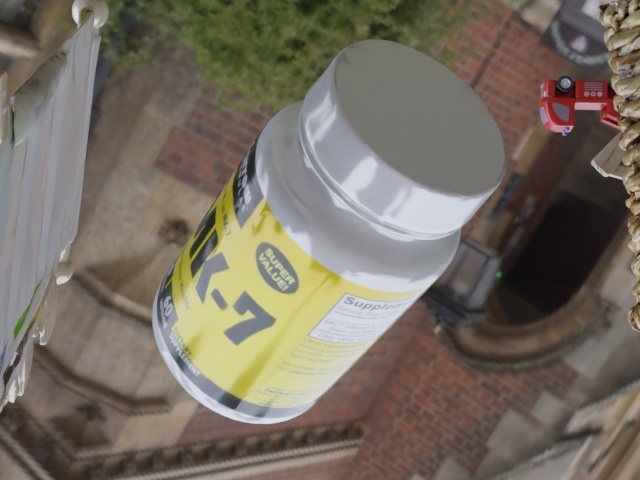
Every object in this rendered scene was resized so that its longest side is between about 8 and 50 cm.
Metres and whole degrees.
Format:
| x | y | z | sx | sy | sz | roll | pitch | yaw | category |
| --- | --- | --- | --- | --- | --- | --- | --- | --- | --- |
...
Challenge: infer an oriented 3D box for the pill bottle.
| x | y | z | sx | sy | sz | roll | pitch | yaw | category |
| --- | --- | --- | --- | --- | --- | --- | --- | --- | --- |
| 0.000 | 0.000 | 0.580 | 0.119 | 0.208 | 0.119 | 19 | -135 | -20 | pill bottle |

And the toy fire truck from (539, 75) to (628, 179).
| x | y | z | sx | sy | sz | roll | pitch | yaw | category |
| --- | --- | --- | --- | --- | --- | --- | --- | --- | --- |
| 0.359 | -0.125 | 1.302 | 0.192 | 0.135 | 0.047 | 2 | 175 | 5 | toy fire truck |

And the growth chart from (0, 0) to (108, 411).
| x | y | z | sx | sy | sz | roll | pitch | yaw | category |
| --- | --- | --- | --- | --- | --- | --- | --- | --- | --- |
| -0.114 | -0.005 | 0.416 | 0.021 | 0.172 | 0.237 | 12 | -161 | -5 | growth chart |

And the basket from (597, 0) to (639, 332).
| x | y | z | sx | sy | sz | roll | pitch | yaw | category |
| --- | --- | --- | --- | --- | --- | --- | --- | --- | --- |
| 0.353 | -0.062 | 0.729 | 0.213 | 0.223 | 0.299 | -8 | 176 | 42 | basket |
